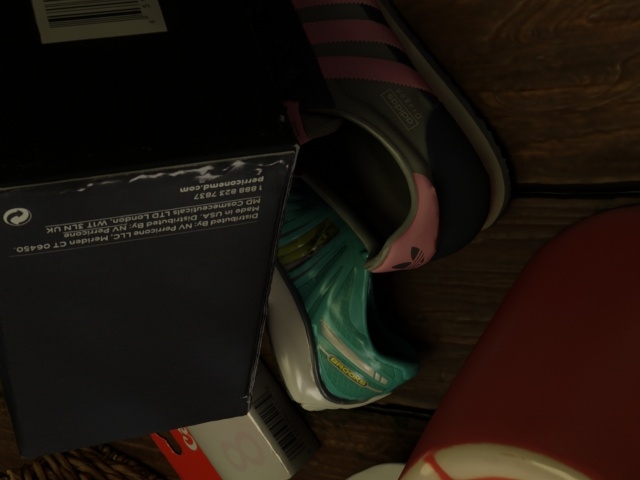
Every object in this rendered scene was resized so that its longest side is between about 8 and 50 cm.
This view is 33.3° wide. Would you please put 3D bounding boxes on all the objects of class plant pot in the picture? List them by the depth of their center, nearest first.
[{"bbox_3d":[0.183,0.145,0.656,0.275,0.243,0.275,20,126,30],"label":"plant pot"}]

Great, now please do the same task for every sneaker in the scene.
[{"bbox_3d":[-0.007,-0.115,0.741,0.319,0.131,0.112,48,136,10],"label":"sneaker"},{"bbox_3d":[0.000,0.000,0.845,0.110,0.107,0.275,-16,104,18],"label":"sneaker"}]

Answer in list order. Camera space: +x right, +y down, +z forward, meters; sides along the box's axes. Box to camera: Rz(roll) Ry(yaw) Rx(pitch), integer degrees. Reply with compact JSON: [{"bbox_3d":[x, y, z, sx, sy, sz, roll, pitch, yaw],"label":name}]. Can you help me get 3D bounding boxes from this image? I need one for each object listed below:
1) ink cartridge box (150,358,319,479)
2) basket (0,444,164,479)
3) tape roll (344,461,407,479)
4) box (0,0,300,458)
[{"bbox_3d":[-0.129,0.173,1.061,0.232,0.066,0.189,-35,90,41],"label":"ink cartridge box"},{"bbox_3d":[-0.303,0.398,1.212,0.213,0.223,0.299,22,127,28],"label":"basket"},{"bbox_3d":[0.086,0.316,0.828,0.286,0.100,0.286,-26,58,52],"label":"tape roll"},{"bbox_3d":[-0.153,-0.056,0.738,0.294,0.183,0.296,101,154,-51],"label":"box"}]
